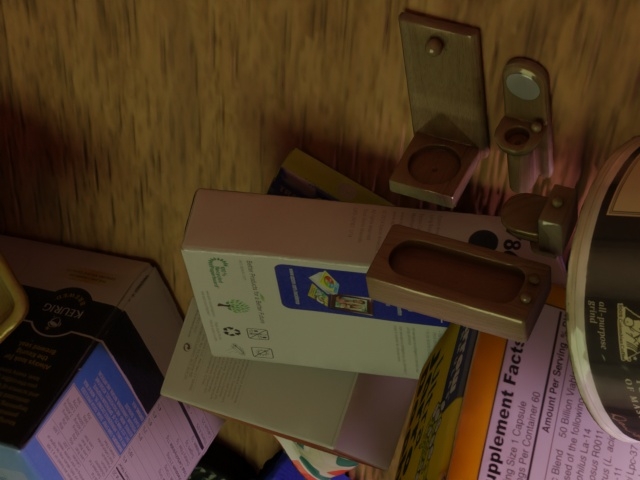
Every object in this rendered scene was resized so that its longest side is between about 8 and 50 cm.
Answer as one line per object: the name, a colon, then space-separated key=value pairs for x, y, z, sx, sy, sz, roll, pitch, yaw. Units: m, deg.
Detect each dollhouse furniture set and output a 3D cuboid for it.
dollhouse furniture set: x=0.095 y=-0.044 z=1.237 sx=0.144 sy=0.151 sz=0.123 roll=16 pitch=144 yaw=21

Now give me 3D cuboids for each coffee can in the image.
coffee can: x=0.315 y=0.038 z=1.111 sx=0.275 sy=0.201 sz=0.201 roll=4 pitch=139 yaw=38

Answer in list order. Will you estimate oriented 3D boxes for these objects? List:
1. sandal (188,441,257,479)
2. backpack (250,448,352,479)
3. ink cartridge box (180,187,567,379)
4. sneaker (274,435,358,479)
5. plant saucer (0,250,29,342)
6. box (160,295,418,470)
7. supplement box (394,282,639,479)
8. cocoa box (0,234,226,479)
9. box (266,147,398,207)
sandal: x=-0.224 y=0.328 z=2.017 sx=0.167 sy=0.107 sz=0.446 roll=40 pitch=125 yaw=-22
backpack: x=-0.036 y=0.268 z=1.818 sx=0.098 sy=0.101 sz=0.120 roll=41 pitch=139 yaw=-2
ink cartridge box: x=0.071 y=0.043 z=1.401 sx=0.333 sy=0.065 sz=0.165 roll=7 pitch=148 yaw=10
sneaker: x=-0.019 y=0.156 z=1.711 sx=0.075 sy=0.057 sz=0.161 roll=-26 pitch=116 yaw=35
plant saucer: x=-0.408 y=0.040 z=1.622 sx=0.333 sy=0.081 sz=0.333 roll=-44 pitch=64 yaw=20
box: x=-0.025 y=0.122 z=1.578 sx=0.170 sy=0.091 sz=0.130 roll=15 pitch=171 yaw=27
supplement box: x=0.240 y=0.191 z=1.319 sx=0.357 sy=0.194 sz=0.195 roll=19 pitch=148 yaw=-4
cocoa box: x=-0.310 y=0.148 z=1.773 sx=0.347 sy=0.228 sz=0.231 roll=10 pitch=142 yaw=32
box: x=0.000 y=0.000 z=1.479 sx=0.109 sy=0.042 sz=0.178 roll=30 pitch=147 yaw=2
